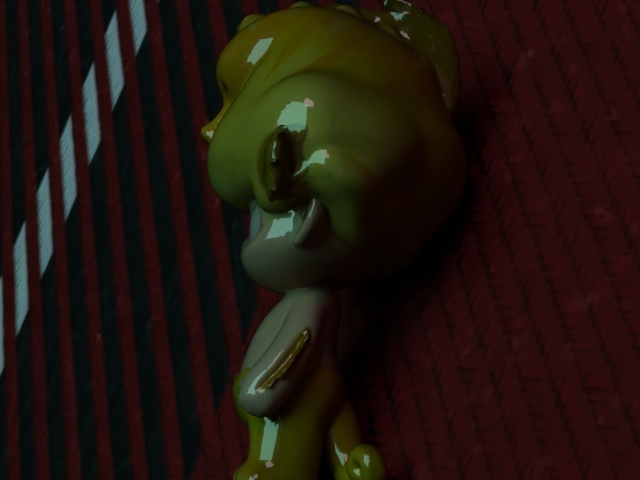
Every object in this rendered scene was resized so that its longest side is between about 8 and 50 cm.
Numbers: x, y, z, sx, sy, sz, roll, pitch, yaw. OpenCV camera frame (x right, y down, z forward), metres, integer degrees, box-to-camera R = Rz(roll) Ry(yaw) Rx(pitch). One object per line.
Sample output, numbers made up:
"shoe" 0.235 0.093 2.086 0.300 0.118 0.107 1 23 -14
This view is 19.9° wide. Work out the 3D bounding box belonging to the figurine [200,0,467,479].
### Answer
"figurine" 0.000 0.000 0.871 0.156 0.131 0.246 58 -141 -82
